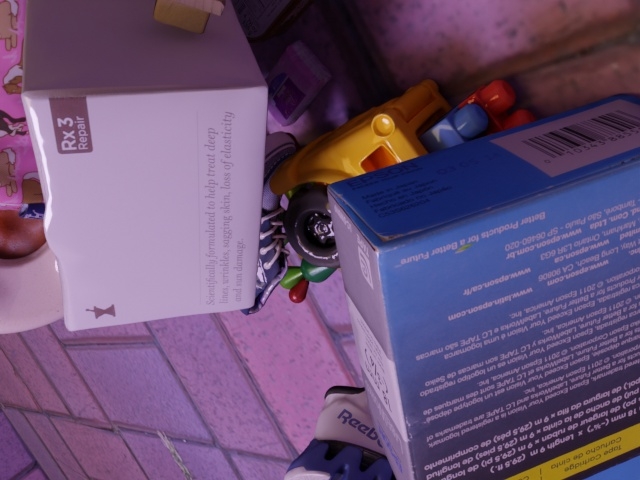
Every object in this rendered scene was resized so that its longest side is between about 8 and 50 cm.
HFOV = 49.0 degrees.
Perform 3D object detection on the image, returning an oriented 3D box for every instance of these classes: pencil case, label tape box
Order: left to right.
[{"bbox_3d":[-0.364,-0.221,0.799,0.167,0.160,0.385,22,109,54],"label":"pencil case"},{"bbox_3d":[0.155,0.088,0.533,0.106,0.241,0.333,-127,22,-59],"label":"label tape box"}]

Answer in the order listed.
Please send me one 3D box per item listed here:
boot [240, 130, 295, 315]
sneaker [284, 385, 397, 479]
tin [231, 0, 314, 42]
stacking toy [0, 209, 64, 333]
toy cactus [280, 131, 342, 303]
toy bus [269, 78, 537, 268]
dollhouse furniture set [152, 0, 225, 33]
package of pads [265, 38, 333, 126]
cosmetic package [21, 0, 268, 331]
[{"bbox_3d":[-0.054,-0.013,0.696,0.086,0.069,0.190,46,131,17],"label":"boot"},{"bbox_3d":[0.130,0.234,0.793,0.316,0.182,0.127,20,143,-7],"label":"sneaker"},{"bbox_3d":[-0.046,-0.257,0.647,0.106,0.040,0.190,51,143,-6],"label":"tin"},{"bbox_3d":[-0.535,-0.105,1.133,0.480,0.351,0.350,40,145,47],"label":"stacking toy"},{"bbox_3d":[0.000,0.000,0.768,0.181,0.112,0.218,28,129,14],"label":"toy cactus"},{"bbox_3d":[0.102,-0.030,0.609,0.211,0.149,0.220,-31,98,37],"label":"toy bus"},{"bbox_3d":[-0.183,-0.347,0.445,0.304,0.355,0.173,11,142,-20],"label":"dollhouse furniture set"},{"bbox_3d":[-0.027,-0.157,0.710,0.050,0.032,0.083,52,143,2],"label":"package of pads"},{"bbox_3d":[-0.162,-0.136,0.611,0.217,0.156,0.384,99,157,-43],"label":"cosmetic package"}]
